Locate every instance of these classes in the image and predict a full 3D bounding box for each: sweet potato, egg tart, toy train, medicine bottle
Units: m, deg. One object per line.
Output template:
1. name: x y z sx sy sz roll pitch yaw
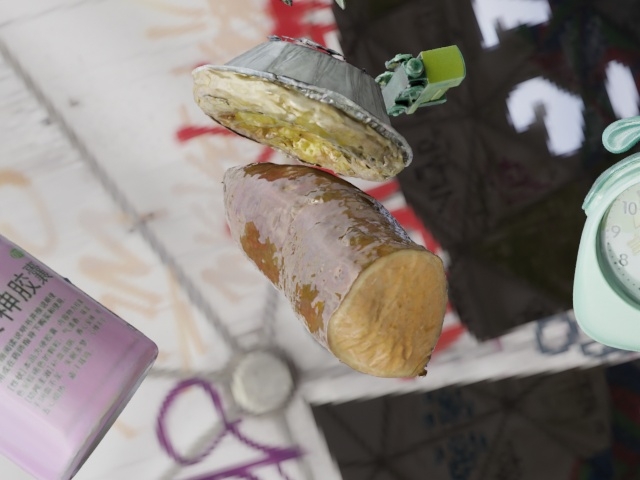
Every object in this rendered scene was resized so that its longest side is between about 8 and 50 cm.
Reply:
1. sweet potato: -0.001 -0.002 1.363 0.131 0.131 0.336 60 173 -33
2. egg tart: -0.013 -0.132 1.521 0.234 0.234 0.094 37 -108 -62
3. toy train: 0.103 -0.170 1.661 0.122 0.081 0.050 128 127 -75
4. medicine bottle: -0.322 0.094 1.533 0.291 0.178 0.178 36 -161 1

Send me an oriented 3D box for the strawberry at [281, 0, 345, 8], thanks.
1. strawberry: 0.007 -0.223 1.011 0.131 0.131 0.148 58 -132 -38

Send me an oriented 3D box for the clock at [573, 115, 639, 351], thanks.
1. clock: 0.266 -0.005 1.146 0.060 0.148 0.188 -53 -33 -57
